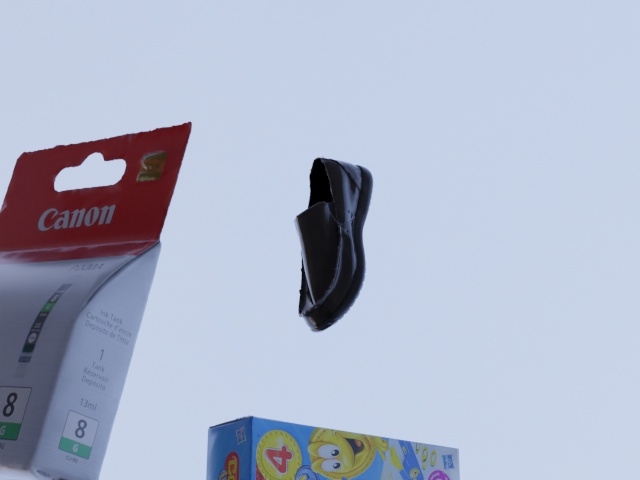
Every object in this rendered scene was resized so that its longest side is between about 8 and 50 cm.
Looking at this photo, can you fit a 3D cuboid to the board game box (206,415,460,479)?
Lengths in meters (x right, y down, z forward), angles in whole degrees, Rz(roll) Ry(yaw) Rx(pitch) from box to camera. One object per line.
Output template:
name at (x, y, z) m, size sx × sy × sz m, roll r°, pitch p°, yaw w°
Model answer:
board game box at (0.020, 0.364, 1.325) m, size 0.086 × 0.302 × 0.308 m, roll -23°, pitch -120°, yaw 47°

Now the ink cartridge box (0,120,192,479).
ink cartridge box at (-0.178, 0.030, 0.725) m, size 0.181 × 0.056 × 0.225 m, roll -4°, pitch -114°, yaw 40°

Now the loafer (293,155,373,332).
loafer at (0.000, 0.000, 1.326) m, size 0.080 × 0.078 × 0.220 m, roll -36°, pitch -145°, yaw 42°
